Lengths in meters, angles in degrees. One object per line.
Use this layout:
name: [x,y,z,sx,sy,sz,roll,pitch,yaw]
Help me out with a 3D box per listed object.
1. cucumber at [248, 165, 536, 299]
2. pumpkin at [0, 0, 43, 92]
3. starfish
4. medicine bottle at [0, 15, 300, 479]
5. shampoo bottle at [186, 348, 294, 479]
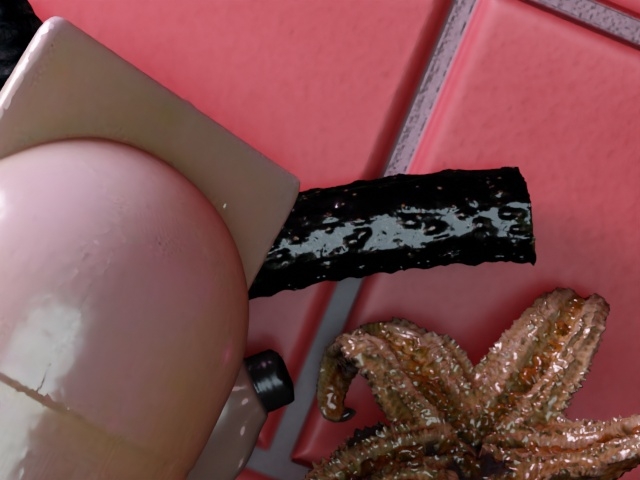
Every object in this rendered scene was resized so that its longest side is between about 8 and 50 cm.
cucumber: [0.000,0.000,1.134,0.304,0.072,0.081,-7,95,-1]
pumpkin: [-0.276,-0.104,1.086,0.194,0.150,0.194,1,94,20]
starfish: [0.117,0.158,1.072,0.312,0.113,0.303,-11,52,12]
medicine bottle: [-0.182,0.087,0.990,0.236,0.236,0.406,29,83,-4]
shampoo bottle: [-0.140,0.144,1.136,0.257,0.078,0.127,-22,91,3]
